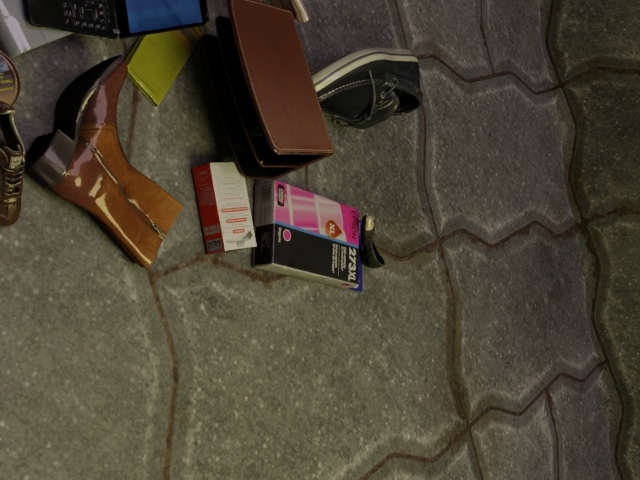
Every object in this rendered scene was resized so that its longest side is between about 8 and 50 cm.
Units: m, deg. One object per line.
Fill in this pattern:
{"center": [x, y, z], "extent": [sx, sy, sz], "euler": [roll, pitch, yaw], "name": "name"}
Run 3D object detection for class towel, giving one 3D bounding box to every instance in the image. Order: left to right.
{"center": [-0.284, -0.365, 1.565], "extent": [0.102, 0.021, 0.237], "euler": [48, 48, -33], "name": "towel"}
{"center": [-0.100, -0.502, 1.701], "extent": [0.029, 0.197, 0.144], "euler": [-38, 115, -15], "name": "towel"}

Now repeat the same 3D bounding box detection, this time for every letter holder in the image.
{"center": [-0.127, -0.281, 1.585], "extent": [0.214, 0.152, 0.302], "euler": [-8, 80, -59], "name": "letter holder"}

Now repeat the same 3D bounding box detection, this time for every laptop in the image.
{"center": [-0.333, -0.458, 1.349], "extent": [0.264, 0.136, 0.234], "euler": [-5, 85, -52], "name": "laptop"}

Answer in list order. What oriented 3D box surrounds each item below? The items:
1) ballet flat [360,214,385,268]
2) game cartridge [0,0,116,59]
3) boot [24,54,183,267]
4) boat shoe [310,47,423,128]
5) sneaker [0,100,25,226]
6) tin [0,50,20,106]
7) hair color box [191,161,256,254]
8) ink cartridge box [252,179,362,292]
{"center": [0.117, 0.000, 1.906], "extent": [0.173, 0.049, 0.057], "euler": [79, 10, -51], "name": "ballet flat"}
{"center": [-0.439, -0.429, 1.361], "extent": [0.297, 0.062, 0.198], "euler": [-44, 120, -47], "name": "game cartridge"}
{"center": [-0.320, -0.134, 1.407], "extent": [0.280, 0.096, 0.264], "euler": [45, 49, -37], "name": "boot"}
{"center": [0.096, -0.338, 1.909], "extent": [0.500, 0.187, 0.156], "euler": [-22, 93, -57], "name": "boat shoe"}
{"center": [-0.462, -0.108, 1.216], "extent": [0.066, 0.071, 0.188], "euler": [-25, 115, -49], "name": "sneaker"}
{"center": [-0.526, -0.225, 1.217], "extent": [0.189, 0.040, 0.106], "euler": [-25, 98, -51], "name": "tin"}
{"center": [-0.182, -0.062, 1.596], "extent": [0.093, 0.053, 0.167], "euler": [-8, 87, -53], "name": "hair color box"}
{"center": [0.000, 0.000, 1.807], "extent": [0.371, 0.069, 0.176], "euler": [18, 68, -51], "name": "ink cartridge box"}
